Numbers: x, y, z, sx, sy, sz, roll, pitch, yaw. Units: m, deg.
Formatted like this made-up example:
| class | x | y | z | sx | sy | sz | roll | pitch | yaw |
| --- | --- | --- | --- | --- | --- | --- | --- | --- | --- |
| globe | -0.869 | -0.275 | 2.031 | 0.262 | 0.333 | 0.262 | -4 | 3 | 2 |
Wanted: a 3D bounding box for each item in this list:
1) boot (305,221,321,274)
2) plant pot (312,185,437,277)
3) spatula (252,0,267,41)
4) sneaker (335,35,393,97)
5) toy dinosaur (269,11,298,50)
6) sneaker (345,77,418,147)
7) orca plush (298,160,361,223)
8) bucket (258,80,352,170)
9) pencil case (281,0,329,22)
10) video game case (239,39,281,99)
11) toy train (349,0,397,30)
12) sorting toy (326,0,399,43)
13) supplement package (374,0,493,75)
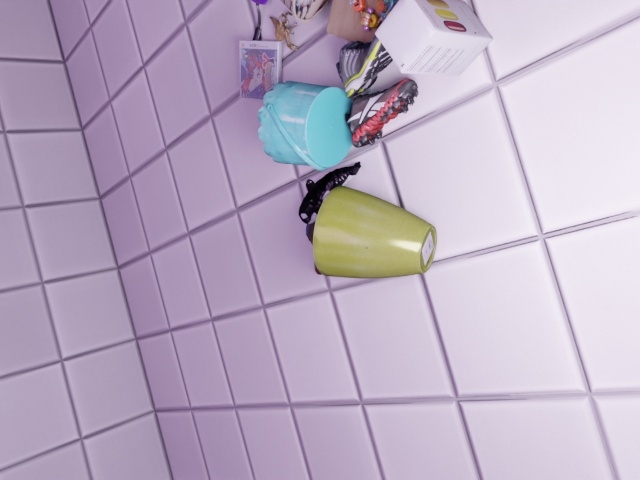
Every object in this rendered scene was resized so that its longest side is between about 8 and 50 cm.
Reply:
| class | x | y | z | sx | sy | sz | roll | pitch | yaw |
| --- | --- | --- | --- | --- | --- | --- | --- | --- | --- |
| boot | 0.000 | 0.000 | 2.001 | 0.106 | 0.082 | 0.219 | 33 | 117 | 54 |
| plant pot | 0.172 | -0.003 | 1.699 | 0.294 | 0.275 | 0.274 | 11 | 108 | 28 |
| spatula | -0.218 | -0.768 | 2.071 | 0.084 | 0.030 | 0.296 | 29 | 119 | 33 |
| sneaker | 0.111 | -0.497 | 1.612 | 0.121 | 0.111 | 0.300 | 55 | 157 | 0 |
| toy dinosaur | -0.130 | -0.716 | 1.975 | 0.183 | 0.053 | 0.092 | 57 | 135 | 21 |
| sneaker | 0.164 | -0.389 | 1.707 | 0.276 | 0.098 | 0.135 | -40 | 72 | 45 |
| orca plush | 0.003 | -0.160 | 1.885 | 0.287 | 0.102 | 0.151 | -32 | 42 | 46 |
| bucket | -0.034 | -0.351 | 1.809 | 0.183 | 0.281 | 0.280 | 16 | 110 | 38 |
| pencil case | -0.116 | -0.877 | 1.840 | 0.410 | 0.160 | 0.183 | 56 | 142 | 22 |
| video game case | -0.213 | -0.598 | 2.084 | 0.184 | 0.023 | 0.201 | 14 | 113 | 34 |
| toy train | 0.137 | -0.635 | 1.585 | 0.166 | 0.046 | 0.125 | -1 | 99 | 46 |
| sorting toy | 0.160 | -0.676 | 1.652 | 0.255 | 0.090 | 0.257 | 35 | 122 | 36 |
| supplement package | 0.280 | -0.501 | 1.452 | 0.134 | 0.244 | 0.139 | -46 | 66 | 42 |
